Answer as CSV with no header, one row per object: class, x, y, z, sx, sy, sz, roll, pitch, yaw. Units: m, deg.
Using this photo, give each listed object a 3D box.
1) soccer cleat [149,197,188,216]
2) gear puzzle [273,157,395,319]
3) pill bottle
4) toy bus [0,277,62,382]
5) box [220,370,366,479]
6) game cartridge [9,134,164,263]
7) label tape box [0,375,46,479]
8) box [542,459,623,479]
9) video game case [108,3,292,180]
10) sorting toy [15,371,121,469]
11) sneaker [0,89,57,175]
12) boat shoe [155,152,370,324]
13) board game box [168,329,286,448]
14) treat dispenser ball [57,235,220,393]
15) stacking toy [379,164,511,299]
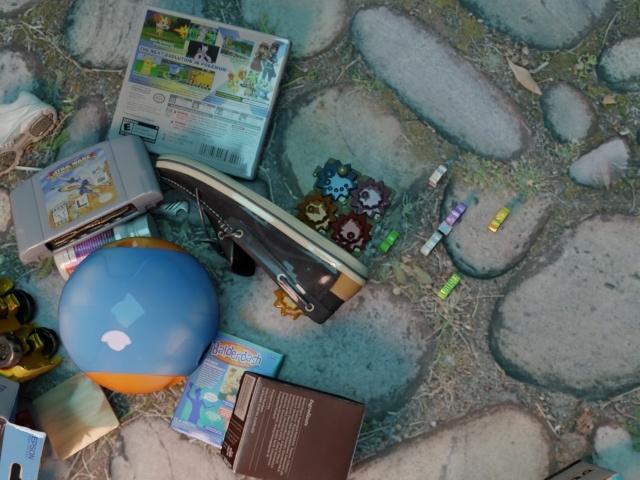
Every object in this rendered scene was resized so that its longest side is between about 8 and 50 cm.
soccer cleat,-0.313,-0.063,1.561,0.083,0.029,0.035,-13,73,-2
gear puzzle,0.000,0.000,1.509,0.175,0.044,0.339,29,83,10
pill bottle,-0.425,0.011,1.515,0.194,0.108,0.108,-18,77,2
toy bus,-0.657,0.213,1.486,0.211,0.149,0.220,-41,80,10
box,-0.053,0.342,1.354,0.203,0.168,0.167,17,80,-12
game cartridge,-0.471,-0.092,1.495,0.297,0.062,0.198,-26,58,-2
label tape box,-0.658,0.370,1.410,0.348,0.115,0.249,19,112,7
box,0.443,0.431,1.277,0.101,0.244,0.060,-29,78,-1
video game case,-0.253,-0.310,1.573,0.329,0.036,0.299,16,92,9
sorting toy,-0.481,0.344,1.483,0.275,0.046,0.132,-32,77,-2
sneaker,-0.678,-0.226,1.608,0.115,0.090,0.232,41,76,18
boat shoe,-0.141,-0.015,1.443,0.500,0.187,0.156,34,92,19
board game box,-0.179,0.292,1.465,0.160,0.047,0.210,20,81,10
treat dispenser ball,-0.329,0.135,1.383,0.288,0.288,0.288,-1,78,5
stacking toy,0.244,-0.020,1.488,0.167,0.052,0.221,37,85,12
